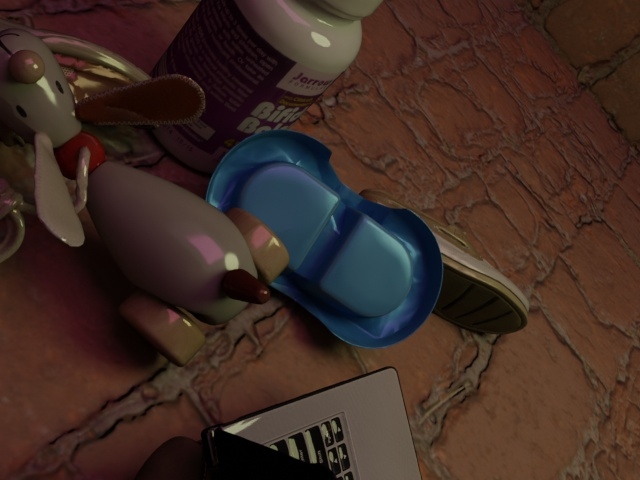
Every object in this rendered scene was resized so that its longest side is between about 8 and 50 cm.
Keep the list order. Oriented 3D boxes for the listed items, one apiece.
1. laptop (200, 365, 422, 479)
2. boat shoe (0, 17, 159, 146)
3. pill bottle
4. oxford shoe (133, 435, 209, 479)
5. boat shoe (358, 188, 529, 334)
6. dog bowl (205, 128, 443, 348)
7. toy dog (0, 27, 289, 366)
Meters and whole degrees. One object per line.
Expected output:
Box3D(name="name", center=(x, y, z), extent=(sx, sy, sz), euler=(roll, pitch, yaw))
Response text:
Box3D(name="laptop", center=(0.076, 0.290, 0.470), extent=(0.408, 0.236, 0.381), euler=(-3, 79, -54))
Box3D(name="boat shoe", center=(-0.301, -0.146, 0.679), extent=(0.325, 0.123, 0.116), euler=(12, 86, -41))
Box3D(name="pill bottle", center=(-0.061, -0.218, 0.797), extent=(0.169, 0.301, 0.169), euler=(25, 45, -28))
Box3D(name="oxford shoe", center=(-0.177, 0.249, 0.462), extent=(0.130, 0.123, 0.348), euler=(38, 39, -7))
Box3D(name="boat shoe", center=(0.167, 0.027, 0.972), extent=(0.302, 0.113, 0.103), euler=(30, 48, -22))
Box3D(name="dog bowl", center=(0.000, 0.000, 0.811), extent=(0.297, 0.074, 0.165), euler=(35, 81, -18))
Box3D(name="toy dog", center=(-0.153, -0.028, 0.605), extent=(0.334, 0.161, 0.220), euler=(30, 74, -29))
